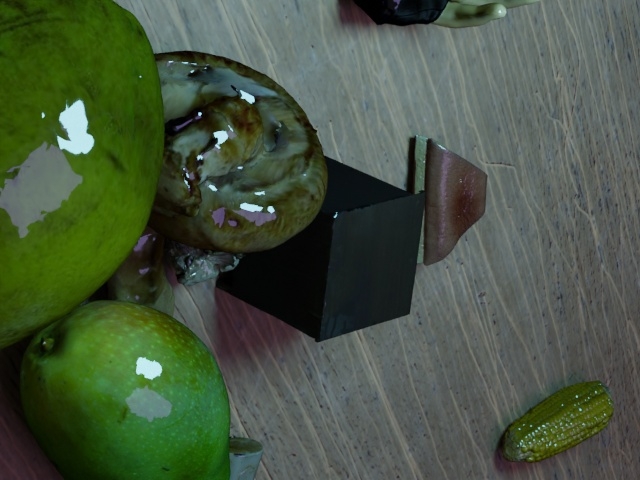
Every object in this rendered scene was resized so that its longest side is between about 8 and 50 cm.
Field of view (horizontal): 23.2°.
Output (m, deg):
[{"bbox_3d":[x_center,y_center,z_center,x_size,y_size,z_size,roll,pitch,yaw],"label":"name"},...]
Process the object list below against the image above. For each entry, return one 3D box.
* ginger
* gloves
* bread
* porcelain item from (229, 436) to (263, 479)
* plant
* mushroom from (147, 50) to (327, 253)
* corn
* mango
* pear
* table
[{"bbox_3d":[-0.213,0.034,1.836,0.095,0.069,0.190,-21,125,-33],"label":"ginger"},{"bbox_3d":[0.176,-0.367,1.994,0.301,0.152,0.197,0,117,-22],"label":"gloves"},{"bbox_3d":[0.178,-0.063,2.219,0.119,0.067,0.192,-12,116,-36],"label":"bread"},{"bbox_3d":[-0.131,0.373,2.110,0.084,0.054,0.213,-1,110,-46],"label":"porcelain item"},{"bbox_3d":[-0.118,0.007,1.883,0.116,0.122,0.104,-59,140,-51],"label":"plant"},{"bbox_3d":[-0.132,-0.095,1.730,0.195,0.263,0.283,-37,171,17],"label":"mushroom"},{"bbox_3d":[0.405,0.309,2.637,0.261,0.097,0.097,-23,125,-38],"label":"corn"},{"bbox_3d":[-0.208,0.216,1.818,0.225,0.201,0.382,-22,134,2],"label":"mango"},{"bbox_3d":[-0.315,-0.081,1.477,0.352,0.352,0.413,36,74,-50],"label":"pear"},{"bbox_3d":[0.000,0.000,1.957,0.172,0.193,0.169,-14,119,-44],"label":"table"}]
